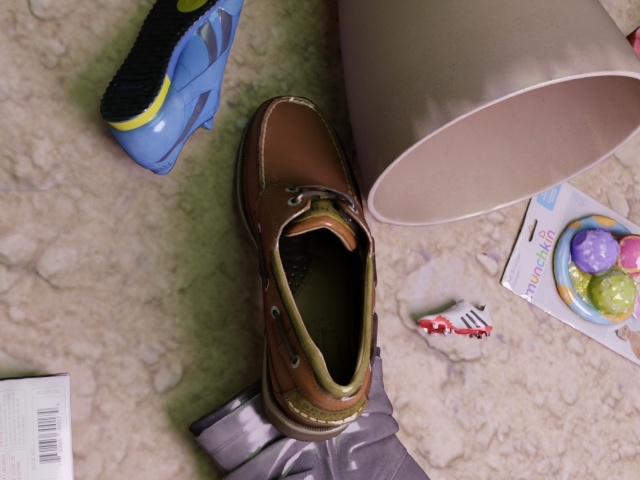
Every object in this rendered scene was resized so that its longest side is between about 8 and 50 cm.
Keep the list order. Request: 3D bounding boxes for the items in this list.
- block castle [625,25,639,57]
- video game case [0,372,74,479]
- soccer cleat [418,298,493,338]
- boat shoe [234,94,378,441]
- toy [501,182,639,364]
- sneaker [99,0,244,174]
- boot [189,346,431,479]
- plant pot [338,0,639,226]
[{"bbox_3d":[0.399,-0.326,1.086,0.453,0.213,0.303,-26,93,-27],"label":"block castle"},{"bbox_3d":[-0.279,0.217,0.754,0.210,0.042,0.232,-2,82,-27],"label":"video game case"},{"bbox_3d":[0.125,0.071,0.989,0.083,0.029,0.035,8,69,-28],"label":"soccer cleat"},{"bbox_3d":[0.000,0.000,0.853,0.111,0.104,0.307,-2,63,-17],"label":"boat shoe"},{"bbox_3d":[0.308,0.036,1.068,0.237,0.056,0.137,31,68,-19],"label":"toy"},{"bbox_3d":[-0.111,-0.148,0.896,0.082,0.069,0.209,56,48,-45],"label":"sneaker"},{"bbox_3d":[-0.052,0.236,0.841,0.338,0.118,0.222,-26,87,-34],"label":"boot"},{"bbox_3d":[0.119,-0.191,0.926,0.257,0.256,0.274,-9,69,-27],"label":"plant pot"}]
